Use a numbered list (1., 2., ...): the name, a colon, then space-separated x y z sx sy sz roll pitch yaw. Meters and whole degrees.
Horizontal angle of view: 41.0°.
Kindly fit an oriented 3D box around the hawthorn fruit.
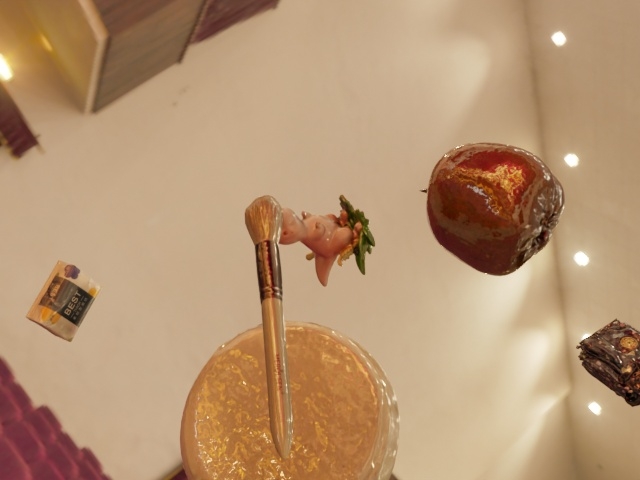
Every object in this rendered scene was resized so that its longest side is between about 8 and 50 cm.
1. hawthorn fruit: 0.334 -0.079 1.757 0.301 0.268 0.267 20 -33 27

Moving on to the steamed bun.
1. steamed bun: -0.036 0.250 1.117 0.283 0.283 0.177 47 -9 18

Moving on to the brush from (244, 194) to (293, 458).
1. brush: -0.049 0.076 0.853 0.039 0.042 0.299 43 33 -49

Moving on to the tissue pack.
1. tissue pack: -0.318 0.076 1.067 0.042 0.083 0.062 13 -23 33

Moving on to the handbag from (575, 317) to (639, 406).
1. handbag: 0.715 0.284 2.004 0.113 0.162 0.260 66 -8 -26

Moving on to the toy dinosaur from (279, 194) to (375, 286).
1. toy dinosaur: 0.004 0.005 1.620 0.152 0.177 0.194 50 -23 43
